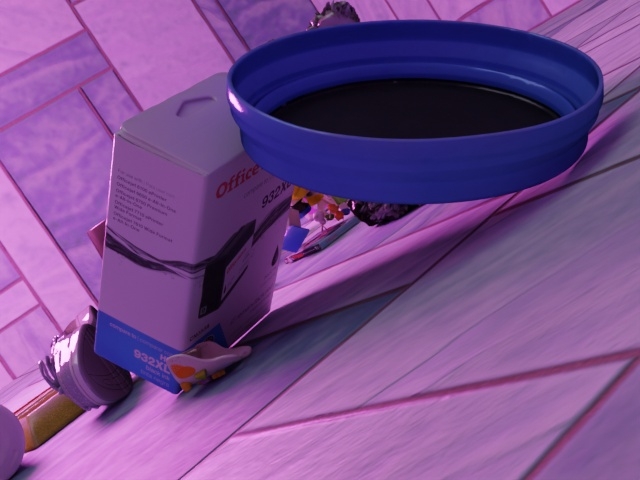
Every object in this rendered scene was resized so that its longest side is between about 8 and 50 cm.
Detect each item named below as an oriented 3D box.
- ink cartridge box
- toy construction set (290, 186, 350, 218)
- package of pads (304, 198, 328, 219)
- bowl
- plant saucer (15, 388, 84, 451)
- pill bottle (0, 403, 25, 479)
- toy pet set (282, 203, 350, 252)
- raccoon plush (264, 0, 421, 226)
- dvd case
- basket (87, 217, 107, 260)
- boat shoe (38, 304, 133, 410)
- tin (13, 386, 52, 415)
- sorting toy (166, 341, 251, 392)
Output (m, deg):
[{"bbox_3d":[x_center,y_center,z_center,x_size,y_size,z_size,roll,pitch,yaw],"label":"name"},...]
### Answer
[{"bbox_3d":[-0.141,-0.012,1.379,0.223,0.129,0.307,-40,-31,-50],"label":"ink cartridge box"},{"bbox_3d":[-0.002,-0.117,1.960,0.215,0.151,0.328,-42,-3,-20],"label":"toy construction set"},{"bbox_3d":[0.033,-0.211,2.349,0.296,0.229,0.101,-34,6,5],"label":"package of pads"},{"bbox_3d":[0.098,-0.144,1.236,0.391,0.077,0.391,-2,27,1],"label":"bowl"},{"bbox_3d":[-0.415,0.261,1.824,0.188,0.045,0.188,-37,7,-36],"label":"plant saucer"},{"bbox_3d":[-0.495,0.289,1.651,0.124,0.124,0.221,-36,6,-26],"label":"pill bottle"},{"bbox_3d":[-0.027,-0.011,1.850,0.122,0.065,0.114,-19,-19,30],"label":"toy pet set"},{"bbox_3d":[0.087,-0.211,1.707,0.216,0.299,0.446,-32,6,21],"label":"raccoon plush"},{"bbox_3d":[0.000,0.000,1.861,0.087,0.013,0.119,-37,6,-31],"label":"dvd case"},{"bbox_3d":[-0.302,0.043,2.099,0.154,0.227,0.204,-37,7,-30],"label":"basket"},{"bbox_3d":[-0.345,0.179,1.686,0.103,0.118,0.320,-37,16,-2],"label":"boat shoe"},{"bbox_3d":[-0.502,0.300,2.034,0.189,0.040,0.106,-36,10,-27],"label":"tin"},{"bbox_3d":[-0.116,0.133,1.291,0.075,0.045,0.083,-19,0,18],"label":"sorting toy"}]
